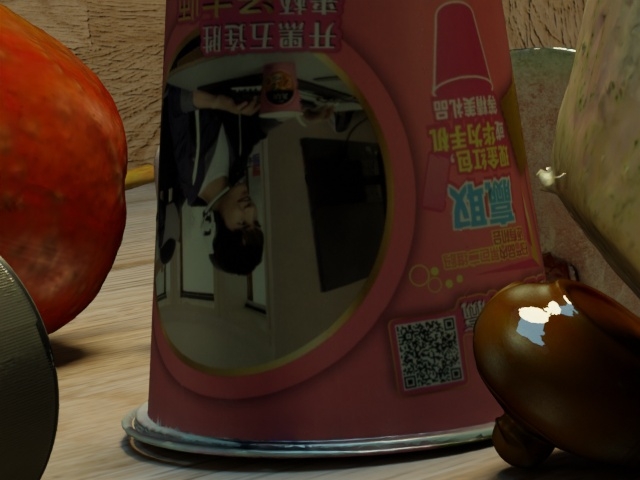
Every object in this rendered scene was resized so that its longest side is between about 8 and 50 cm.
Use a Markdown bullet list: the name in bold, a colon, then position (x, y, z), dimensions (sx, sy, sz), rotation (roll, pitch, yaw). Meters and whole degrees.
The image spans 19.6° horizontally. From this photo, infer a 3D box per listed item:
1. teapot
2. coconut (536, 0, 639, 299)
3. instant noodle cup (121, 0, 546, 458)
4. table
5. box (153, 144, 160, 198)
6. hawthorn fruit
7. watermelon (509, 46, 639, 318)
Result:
- **teapot**: position (0.108, 0.066, 0.803), dimensions (0.098, 0.078, 0.129), rotation (42, 15, 21)
- **coconut**: position (0.278, -0.055, 0.709), dimensions (0.353, 0.352, 0.352), rotation (-5, 5, 0)
- **instant noodle cup**: position (0.011, -0.033, 0.940), dimensions (0.244, 0.255, 0.244), rotation (-2, 5, 0)
- **table**: position (-0.171, 0.059, 0.746), dimensions (0.133, 0.133, 0.043), rotation (-2, 8, 30)
- **box**: position (0.000, 0.000, 1.172), dimensions (0.285, 0.142, 0.044), rotation (0, 8, 43)
- **hawthorn fruit**: position (-0.243, -0.045, 1.262), dimensions (0.330, 0.287, 0.287), rotation (0, 1, -41)
- **watermelon**: position (0.173, -0.041, 1.222), dimensions (0.322, 0.188, 0.175), rotation (4, 12, 22)
